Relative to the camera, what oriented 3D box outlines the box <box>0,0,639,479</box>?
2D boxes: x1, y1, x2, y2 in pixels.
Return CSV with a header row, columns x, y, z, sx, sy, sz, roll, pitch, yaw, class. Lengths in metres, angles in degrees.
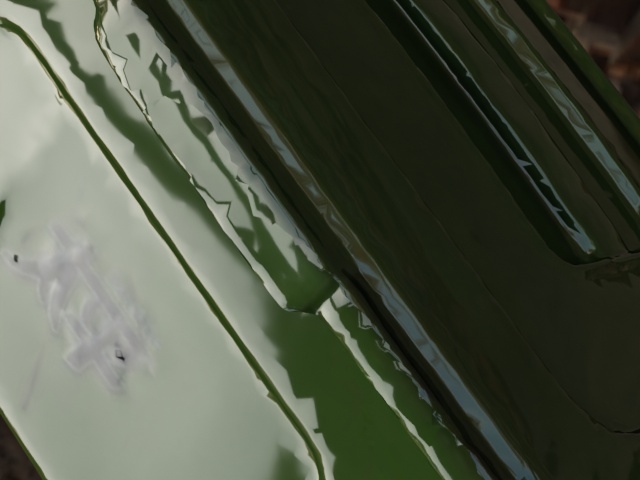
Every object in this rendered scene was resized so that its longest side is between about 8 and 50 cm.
x,y,z,sx,sy,sz,roll,pitch,yaw,class
0.000,0.000,0.605,0.178,0.253,0.328,-44,71,30,box
